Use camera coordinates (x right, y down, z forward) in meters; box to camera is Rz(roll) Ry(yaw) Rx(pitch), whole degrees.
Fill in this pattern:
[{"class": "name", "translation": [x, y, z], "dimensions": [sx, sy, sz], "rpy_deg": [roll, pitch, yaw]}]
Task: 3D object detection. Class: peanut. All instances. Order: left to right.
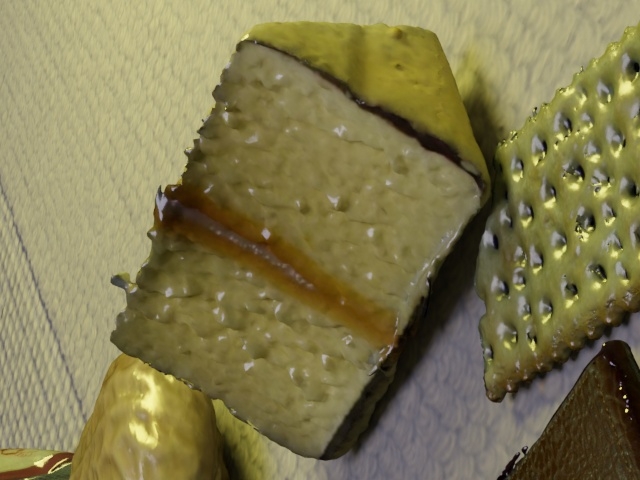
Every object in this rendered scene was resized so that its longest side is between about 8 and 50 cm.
[{"class": "peanut", "translation": [-0.137, 0.199, 1.100], "dimensions": [0.233, 0.110, 0.197], "rpy_deg": [-58, 35, 37]}]

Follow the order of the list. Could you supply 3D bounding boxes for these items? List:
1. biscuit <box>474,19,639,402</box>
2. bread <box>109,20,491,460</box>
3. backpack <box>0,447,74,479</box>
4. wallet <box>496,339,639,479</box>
[{"class": "biscuit", "translation": [0.132, -0.020, 0.716], "dimensions": [0.203, 0.016, 0.144], "rpy_deg": [-44, 46, 51]}, {"class": "bread", "translation": [0.000, 0.000, 0.866], "dimensions": [0.178, 0.142, 0.266], "rpy_deg": [41, 132, 16]}, {"class": "backpack", "translation": [-0.362, 0.305, 1.289], "dimensions": [0.283, 0.317, 0.197], "rpy_deg": [-38, 69, 56]}, {"class": "wallet", "translation": [0.145, 0.178, 0.619], "dimensions": [0.133, 0.039, 0.243], "rpy_deg": [113, 150, -42]}]
